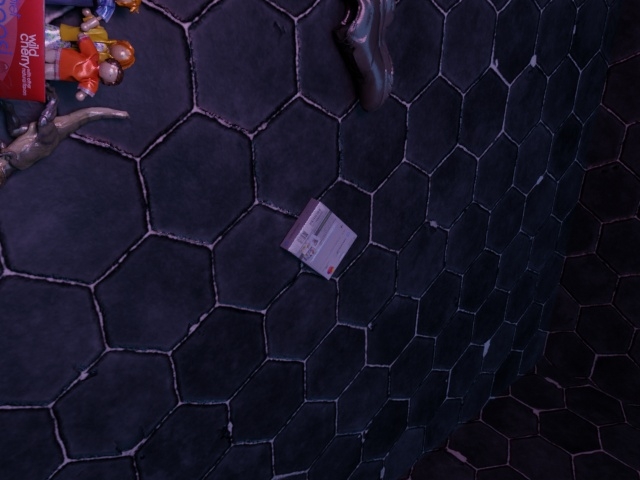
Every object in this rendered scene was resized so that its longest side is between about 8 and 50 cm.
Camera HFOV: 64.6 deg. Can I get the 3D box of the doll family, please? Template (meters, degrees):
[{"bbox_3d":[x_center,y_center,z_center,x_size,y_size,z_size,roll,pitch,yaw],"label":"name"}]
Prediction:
[{"bbox_3d":[-0.354,-0.344,0.755,0.163,0.118,0.262,-1,106,-24],"label":"doll family"}]

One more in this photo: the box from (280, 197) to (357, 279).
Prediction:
[{"bbox_3d":[0.000,0.000,1.291,0.186,0.038,0.145,38,82,-45],"label":"box"}]

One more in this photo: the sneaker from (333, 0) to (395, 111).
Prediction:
[{"bbox_3d":[0.090,-0.434,1.139,0.130,0.109,0.286,-15,112,-27],"label":"sneaker"}]

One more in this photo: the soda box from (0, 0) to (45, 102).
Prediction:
[{"bbox_3d":[-0.365,-0.301,0.586,0.083,0.092,0.263,-2,131,-29],"label":"soda box"}]

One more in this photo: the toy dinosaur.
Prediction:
[{"bbox_3d":[-0.439,-0.178,0.784,0.268,0.064,0.118,-41,139,-25],"label":"toy dinosaur"}]
